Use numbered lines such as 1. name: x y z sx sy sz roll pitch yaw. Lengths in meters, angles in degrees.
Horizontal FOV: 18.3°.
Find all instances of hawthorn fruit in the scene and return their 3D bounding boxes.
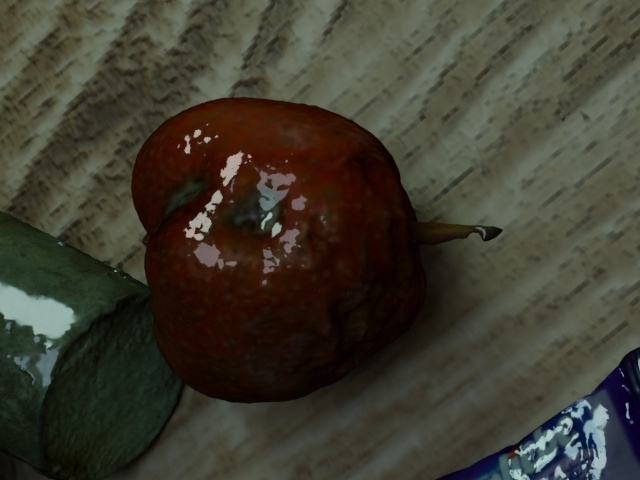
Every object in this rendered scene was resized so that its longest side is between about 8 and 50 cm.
1. hawthorn fruit: 0.000 0.000 1.332 0.243 0.207 0.207 -8 76 9

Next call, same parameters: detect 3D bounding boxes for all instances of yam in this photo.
1. yam: -0.242 0.060 1.437 0.268 0.161 0.161 24 90 23

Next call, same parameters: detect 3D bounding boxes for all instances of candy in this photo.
1. candy: 0.141 0.188 1.294 0.275 0.070 0.145 -33 62 18
